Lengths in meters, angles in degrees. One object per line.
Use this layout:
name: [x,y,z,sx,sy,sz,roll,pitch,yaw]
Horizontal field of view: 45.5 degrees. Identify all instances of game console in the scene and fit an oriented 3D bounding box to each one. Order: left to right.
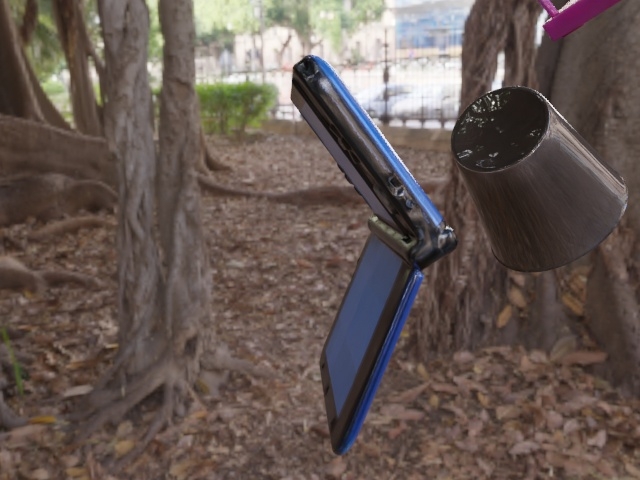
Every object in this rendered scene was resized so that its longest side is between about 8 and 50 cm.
game console: [0.000,0.000,0.676,0.173,0.250,0.293,-37,6,1]

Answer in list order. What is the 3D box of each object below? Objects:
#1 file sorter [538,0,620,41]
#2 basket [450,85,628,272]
file sorter: [0.270,-0.337,0.583,0.291,0.182,0.202,-41,5,-8]
basket: [0.275,-0.085,1.000,0.204,0.227,0.154,-34,48,14]
